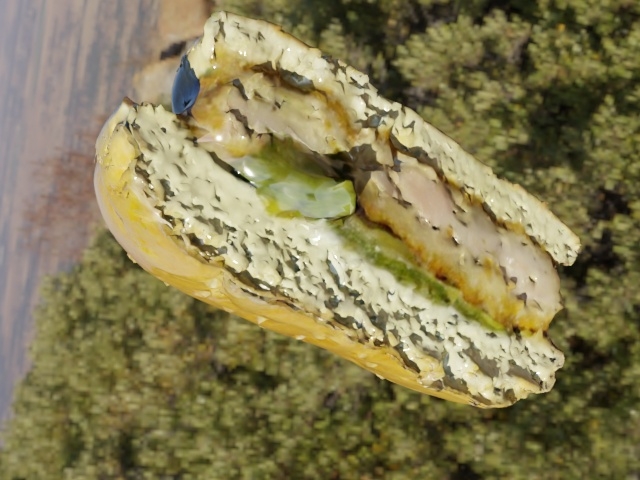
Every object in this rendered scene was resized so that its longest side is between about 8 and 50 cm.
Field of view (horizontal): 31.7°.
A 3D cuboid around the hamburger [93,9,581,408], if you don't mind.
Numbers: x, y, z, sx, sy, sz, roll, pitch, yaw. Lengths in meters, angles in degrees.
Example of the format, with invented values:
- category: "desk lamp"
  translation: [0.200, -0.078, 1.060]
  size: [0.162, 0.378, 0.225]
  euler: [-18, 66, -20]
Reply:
- category: "hamburger"
  translation: [0.000, 0.000, 0.546]
  size: [0.131, 0.262, 0.124]
  euler: [-16, 51, 48]
